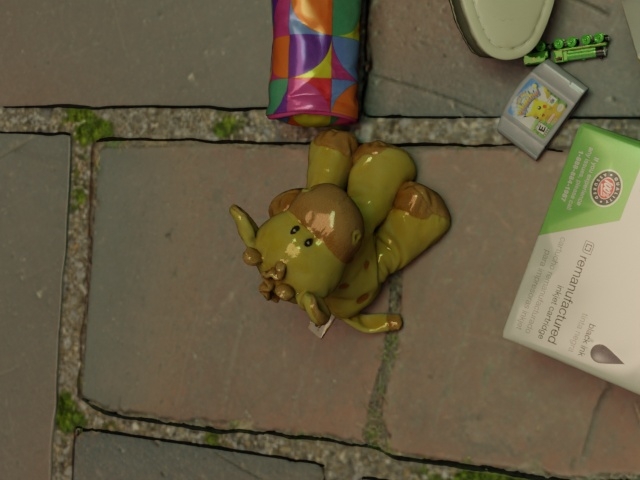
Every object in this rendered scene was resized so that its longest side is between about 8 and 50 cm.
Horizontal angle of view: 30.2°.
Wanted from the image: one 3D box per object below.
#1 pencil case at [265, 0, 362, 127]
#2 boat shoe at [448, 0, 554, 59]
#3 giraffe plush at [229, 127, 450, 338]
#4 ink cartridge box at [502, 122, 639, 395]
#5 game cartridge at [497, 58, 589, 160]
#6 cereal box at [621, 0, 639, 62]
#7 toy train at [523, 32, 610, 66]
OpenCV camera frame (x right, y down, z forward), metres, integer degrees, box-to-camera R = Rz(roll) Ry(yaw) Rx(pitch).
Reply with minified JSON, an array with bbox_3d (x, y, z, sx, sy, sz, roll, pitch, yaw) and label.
[{"bbox_3d":[-0.004,-0.229,1.169,0.104,0.104,0.236,2,87,26],"label":"pencil case"},{"bbox_3d":[0.146,-0.310,1.095,0.091,0.109,0.305,166,99,-66],"label":"boat shoe"},{"bbox_3d":[0.000,0.000,1.115,0.181,0.170,0.210,20,97,25],"label":"giraffe plush"},{"bbox_3d":[0.320,0.040,0.988,0.272,0.114,0.198,22,98,25],"label":"ink cartridge box"},{"bbox_3d":[0.203,-0.123,1.099,0.056,0.017,0.083,41,113,19],"label":"game cartridge"},{"bbox_3d":[0.361,-0.219,0.949,0.240,0.173,0.047,-31,108,21],"label":"cereal box"},{"bbox_3d":[0.226,-0.176,1.096,0.083,0.017,0.024,-4,96,26],"label":"toy train"}]
